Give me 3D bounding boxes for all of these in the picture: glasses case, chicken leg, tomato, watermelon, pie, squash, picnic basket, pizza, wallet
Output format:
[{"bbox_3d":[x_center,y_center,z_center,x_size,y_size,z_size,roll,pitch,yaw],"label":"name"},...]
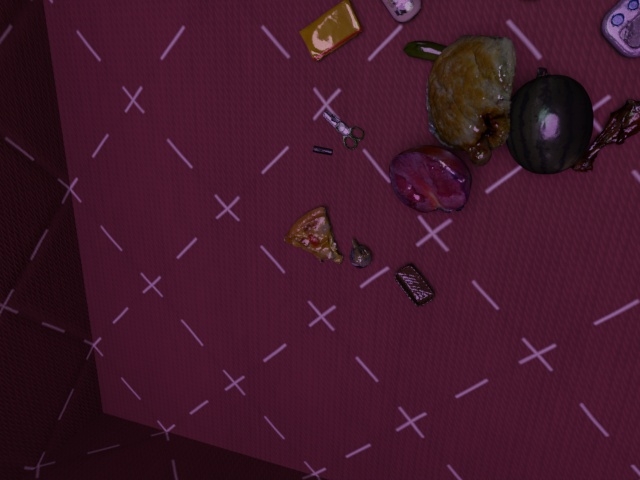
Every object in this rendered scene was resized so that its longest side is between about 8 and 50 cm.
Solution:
[{"bbox_3d":[0.259,-0.966,1.710,0.122,0.075,0.314,-33,93,23],"label":"glasses case"},{"bbox_3d":[1.021,-0.365,1.624,0.113,0.093,0.304,52,125,18],"label":"chicken leg"},{"bbox_3d":[0.440,-0.264,1.773,0.334,0.176,0.290,-4,130,54],"label":"tomato"},{"bbox_3d":[0.785,-0.410,1.581,0.278,0.279,0.360,-3,101,21],"label":"watermelon"},{"bbox_3d":[0.528,-0.517,1.598,0.180,0.395,0.418,-15,129,-17],"label":"pie"},{"bbox_3d":[0.439,-0.708,1.731,0.258,0.069,0.069,20,112,13],"label":"squash"},{"bbox_3d":[0.419,0.196,2.028,0.110,0.055,0.193,-35,92,25],"label":"picnic basket"},{"bbox_3d":[0.000,0.000,2.108,0.287,0.075,0.280,44,116,3],"label":"pizza"},{"bbox_3d":[0.045,-0.841,1.840,0.241,0.067,0.141,-22,103,29],"label":"wallet"}]

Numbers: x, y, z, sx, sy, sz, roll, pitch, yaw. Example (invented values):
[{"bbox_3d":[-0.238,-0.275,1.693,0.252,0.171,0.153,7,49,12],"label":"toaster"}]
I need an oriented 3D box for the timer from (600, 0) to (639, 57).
[{"bbox_3d":[1.052,-0.724,1.502,0.191,0.069,0.208,46,115,1],"label":"timer"}]

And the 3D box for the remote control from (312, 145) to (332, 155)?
[{"bbox_3d":[0.009,-0.395,2.013,0.091,0.016,0.034,14,106,15],"label":"remote control"}]

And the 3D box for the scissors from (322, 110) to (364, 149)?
[{"bbox_3d":[0.088,-0.481,1.951,0.204,0.027,0.101,41,112,2],"label":"scissors"}]

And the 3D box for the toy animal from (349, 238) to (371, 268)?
[{"bbox_3d":[0.168,0.065,2.064,0.098,0.098,0.137,-47,70,26],"label":"toy animal"}]
